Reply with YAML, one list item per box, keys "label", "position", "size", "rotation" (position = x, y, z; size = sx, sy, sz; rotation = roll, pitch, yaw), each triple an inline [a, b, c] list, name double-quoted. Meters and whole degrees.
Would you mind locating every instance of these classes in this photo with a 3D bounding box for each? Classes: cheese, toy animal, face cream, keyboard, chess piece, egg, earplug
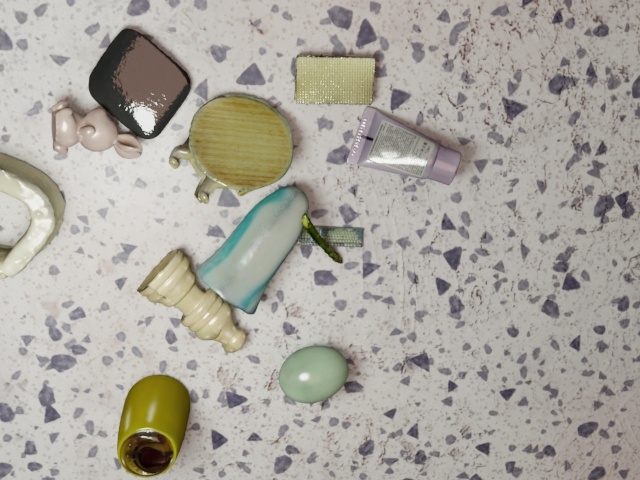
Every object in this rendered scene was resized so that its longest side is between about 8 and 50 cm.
- label: "cheese"
  position: [-0.788, -0.055, 1.509]
  size: [0.332, 0.153, 0.292]
  rotation: [15, 102, -10]
- label: "toy animal"
  position: [-0.527, -0.260, 1.523]
  size: [0.212, 0.124, 0.124]
  rotation: [6, 104, -31]
- label: "face cream"
  position: [0.218, -0.227, 1.645]
  size: [0.273, 0.096, 0.154]
  rotation: [20, 104, 1]
- label: "keyboard"
  position: [0.027, -0.010, 1.705]
  size: [0.176, 0.014, 0.055]
  rotation: [2, 101, -9]
- label: "chess piece"
  position: [-0.309, 0.174, 1.662]
  size: [0.307, 0.124, 0.139]
  rotation: [45, 63, -19]
- label: "egg"
  position: [-0.018, 0.359, 1.722]
  size: [0.192, 0.149, 0.149]
  rotation: [-18, 106, -5]
- label: "toy animal"
  position: [-0.262, -0.175, 1.573]
  size: [0.233, 0.121, 0.169]
  rotation: [39, 80, -6]
- label: "earplug"
  position: [-0.142, 0.005, 1.611]
  size: [0.185, 0.185, 0.324]
  rotation: [38, 91, -15]

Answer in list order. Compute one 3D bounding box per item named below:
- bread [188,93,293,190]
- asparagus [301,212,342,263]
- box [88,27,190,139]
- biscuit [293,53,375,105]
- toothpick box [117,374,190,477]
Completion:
- label: "bread"
  position: [-0.189, -0.233, 1.536]
  size: [0.266, 0.040, 0.267]
  rotation: [7, 66, -16]
- label: "asparagus"
  position: [0.001, 0.000, 1.646]
  size: [0.027, 0.034, 0.236]
  rotation: [-63, 144, -18]
- label: "box"
  position: [-0.433, -0.372, 1.532]
  size: [0.212, 0.042, 0.201]
  rotation: [37, 97, -14]
- label: "biscuit"
  position: [0.034, -0.398, 1.592]
  size: [0.199, 0.040, 0.121]
  rotation: [1, 107, -7]
- label: "toothpick box"
  position: [-0.427, 0.474, 1.631]
  size: [0.174, 0.271, 0.175]
  rotation: [-2, 105, -7]
